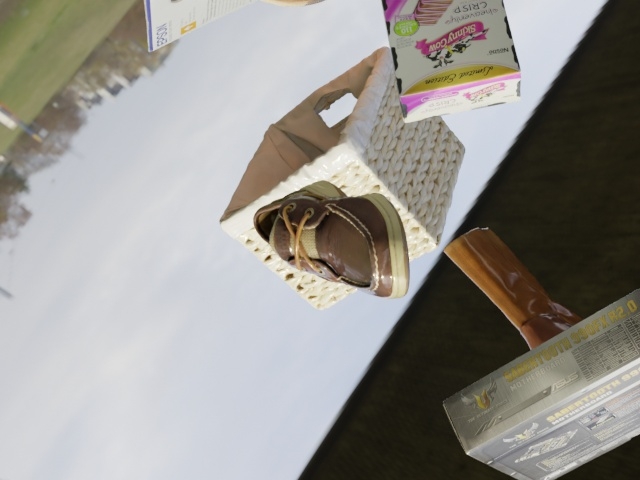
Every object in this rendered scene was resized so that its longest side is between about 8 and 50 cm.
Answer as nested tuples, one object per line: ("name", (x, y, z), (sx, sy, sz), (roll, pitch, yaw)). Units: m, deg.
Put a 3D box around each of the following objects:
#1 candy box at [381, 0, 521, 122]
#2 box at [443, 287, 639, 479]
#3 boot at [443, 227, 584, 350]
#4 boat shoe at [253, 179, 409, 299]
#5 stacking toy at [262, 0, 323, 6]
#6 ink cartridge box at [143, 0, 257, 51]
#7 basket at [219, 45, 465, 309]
("candy box", (0.168, -0.284, 1.293), (0.159, 0.071, 0.233), (-11, -116, 6))
("box", (0.250, 0.134, 0.868), (0.231, 0.183, 0.056), (-34, -127, 17))
("boot", (0.322, 0.097, 1.413), (0.264, 0.280, 0.096), (-10, 142, -52))
("boat shoe", (0.000, 0.000, 1.153), (0.123, 0.123, 0.342), (-11, -163, -17))
("stacking toy", (0.010, -0.540, 1.539), (0.350, 0.351, 0.480), (-51, -156, 2))
("ink cartridge box", (-0.066, -0.364, 1.092), (0.330, 0.071, 0.324), (-27, 175, -12))
("basket", (0.050, -0.104, 1.730), (0.328, 0.266, 0.331), (-31, -157, 36))
